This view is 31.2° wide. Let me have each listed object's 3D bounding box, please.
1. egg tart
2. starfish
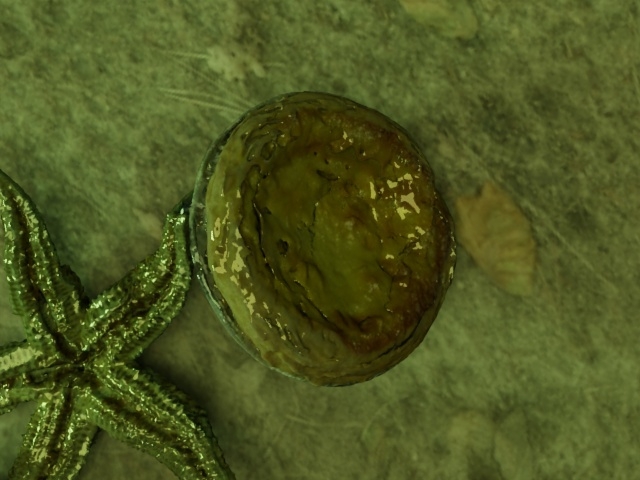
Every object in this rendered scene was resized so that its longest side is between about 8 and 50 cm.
[{"bbox_3d":[0.000,0.000,0.889,0.234,0.094,0.234,7,76,-31],"label":"egg tart"},{"bbox_3d":[-0.222,0.101,0.956,0.358,0.078,0.347,-4,99,14],"label":"starfish"}]
